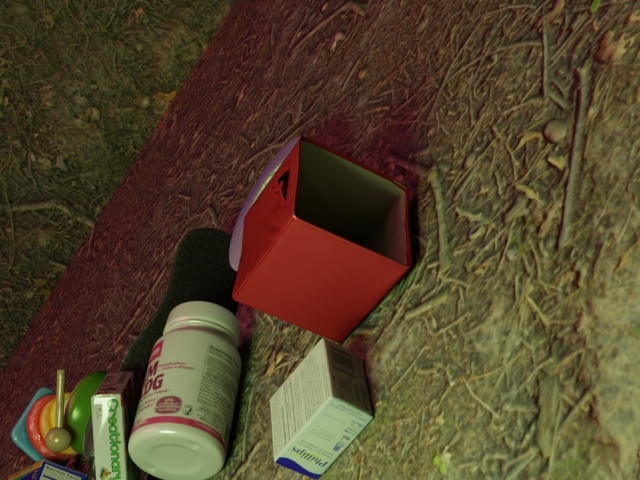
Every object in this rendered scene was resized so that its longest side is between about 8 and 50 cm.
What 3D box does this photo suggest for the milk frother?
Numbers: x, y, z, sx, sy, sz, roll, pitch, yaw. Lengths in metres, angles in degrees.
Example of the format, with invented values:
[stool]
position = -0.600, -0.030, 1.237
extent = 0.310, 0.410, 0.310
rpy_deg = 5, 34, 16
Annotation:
[milk frother]
position = -0.364, 0.393, 1.885
extent = 0.143, 0.135, 0.129
rpy_deg = -34, 48, 53

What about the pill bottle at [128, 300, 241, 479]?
[pill bottle]
position = -0.222, 0.252, 1.709
extent = 0.160, 0.160, 0.283
rpy_deg = -43, 27, 39

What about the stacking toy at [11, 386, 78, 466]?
[stacking toy]
position = -0.553, 0.406, 2.318
extent = 0.302, 0.166, 0.175
rpy_deg = -29, 25, 35

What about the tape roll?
[tape roll]
position = -0.057, -0.050, 1.810
extent = 0.275, 0.090, 0.274
rpy_deg = -47, 26, 31

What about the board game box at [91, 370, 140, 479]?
[board game box]
position = -0.342, 0.390, 1.697
extent = 0.193, 0.053, 0.305
rpy_deg = -139, 46, -84

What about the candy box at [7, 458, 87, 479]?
[candy box]
position = -0.672, 0.676, 2.256
extent = 0.268, 0.122, 0.317
rpy_deg = -34, 33, 51

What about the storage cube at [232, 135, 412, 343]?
[storage cube]
position = 0.000, 0.000, 1.460
extent = 0.193, 0.215, 0.183
rpy_deg = -52, 23, 38

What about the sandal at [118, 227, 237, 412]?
[sandal]
position = -0.259, 0.180, 1.941
extent = 0.107, 0.168, 0.445
rpy_deg = 103, -174, -56

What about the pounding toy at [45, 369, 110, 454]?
[pounding toy]
position = -0.455, 0.370, 2.104
extent = 0.110, 0.237, 0.182
rpy_deg = 6, 82, 29

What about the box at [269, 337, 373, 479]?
[box]
position = -0.002, 0.230, 1.363
extent = 0.137, 0.072, 0.126
rpy_deg = -51, 24, 23
